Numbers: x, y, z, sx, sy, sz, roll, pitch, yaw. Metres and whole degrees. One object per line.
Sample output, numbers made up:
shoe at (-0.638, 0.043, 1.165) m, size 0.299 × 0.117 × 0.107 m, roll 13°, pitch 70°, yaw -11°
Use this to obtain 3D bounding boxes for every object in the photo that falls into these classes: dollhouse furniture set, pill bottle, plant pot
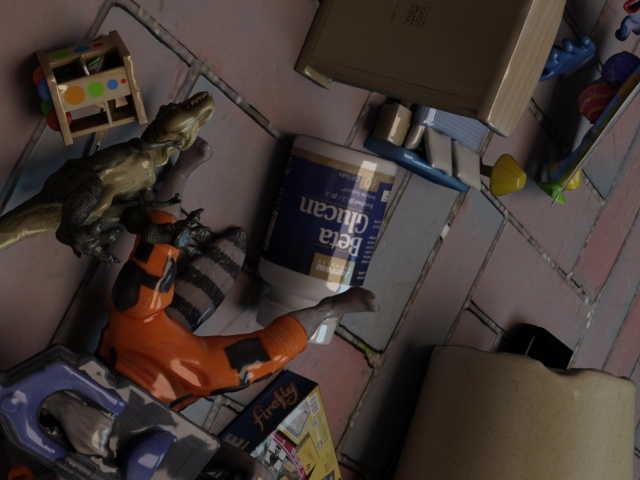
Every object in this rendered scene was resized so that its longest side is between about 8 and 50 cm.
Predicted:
dollhouse furniture set at (0.173, -0.190, 1.172) m, size 0.303 × 0.198 × 0.286 m, roll 24°, pitch 87°, yaw -55°
pill bottle at (0.000, 0.000, 1.123) m, size 0.094 × 0.094 × 0.169 m, roll 9°, pitch 99°, yaw -54°
plant pot at (0.203, 0.277, 1.373) m, size 0.334 × 0.334 × 0.305 m, roll 18°, pitch 81°, yaw -55°

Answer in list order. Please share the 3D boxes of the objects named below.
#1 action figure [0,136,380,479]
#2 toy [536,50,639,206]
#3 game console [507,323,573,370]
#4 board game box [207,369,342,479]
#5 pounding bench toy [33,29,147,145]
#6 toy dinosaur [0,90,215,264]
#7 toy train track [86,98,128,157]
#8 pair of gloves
action figure at (-0.103, 0.139, 0.994) m, size 0.341 × 0.178 × 0.330 m, roll 47°, pitch 72°, yaw -24°
toy at (0.320, -0.151, 1.469) m, size 0.237 × 0.056 × 0.137 m, roll -59°, pitch 171°, yaw 14°
game console at (0.291, 0.245, 1.674) m, size 0.361 × 0.044 × 0.213 m, roll 33°, pitch 80°, yaw -55°
board game box at (-0.046, 0.265, 1.237) m, size 0.165 × 0.042 × 0.243 m, roll -43°, pitch 137°, yaw -33°
pounding bench toy at (-0.165, -0.111, 0.893) m, size 0.065 × 0.083 × 0.052 m, roll -17°, pitch 123°, yaw -12°
toy dinosaur at (-0.153, -0.024, 0.875) m, size 0.268 × 0.118 × 0.064 m, roll -28°, pitch 135°, yaw -38°
toy train track at (-0.156, -0.082, 0.946) m, size 0.048 × 0.014 × 0.083 m, roll 16°, pitch 94°, yaw -55°
pair of gloves at (0.306, -0.222, 1.390) m, size 0.023 × 0.198 × 0.159 m, roll 64°, pitch 19°, yaw 9°
